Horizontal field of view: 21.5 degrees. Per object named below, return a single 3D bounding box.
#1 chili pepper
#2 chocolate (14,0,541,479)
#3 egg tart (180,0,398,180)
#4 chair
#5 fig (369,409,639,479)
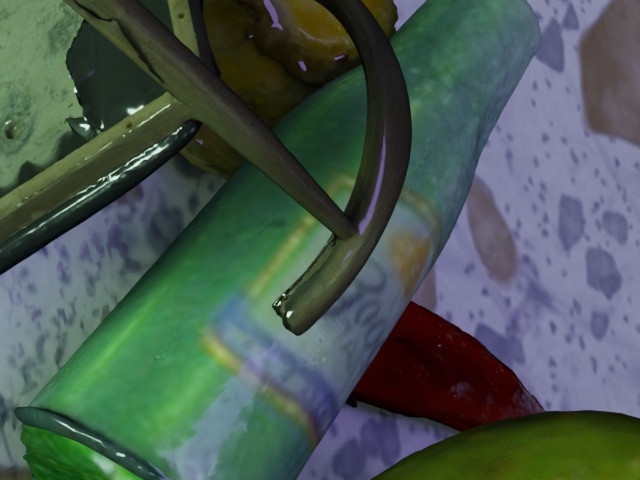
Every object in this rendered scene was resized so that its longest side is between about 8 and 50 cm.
[{"bbox_3d":[0.043,0.057,0.817,0.268,0.050,0.059,30,42,-37],"label":"chili pepper"},{"bbox_3d":[0.000,0.000,0.702,0.110,0.110,0.291,50,61,-24],"label":"chocolate"},{"bbox_3d":[-0.027,-0.122,0.782,0.191,0.074,0.191,17,65,-40],"label":"egg tart"},{"bbox_3d":[-0.104,-0.076,0.584,0.272,0.166,0.188,34,34,-50],"label":"chair"},{"bbox_3d":[0.069,0.208,0.658,0.326,0.258,0.258,-16,90,-33],"label":"fig"}]
